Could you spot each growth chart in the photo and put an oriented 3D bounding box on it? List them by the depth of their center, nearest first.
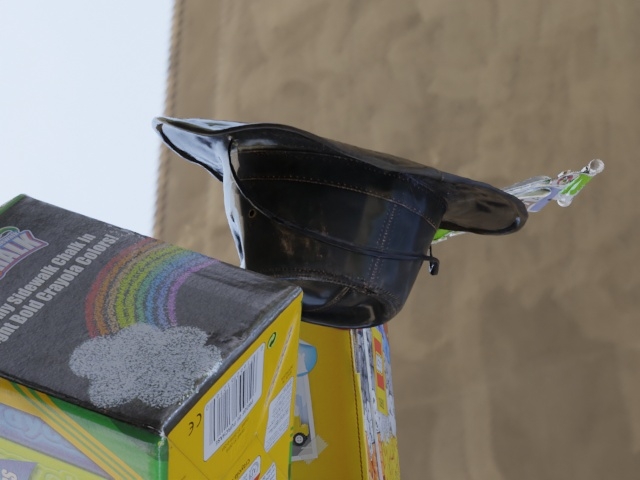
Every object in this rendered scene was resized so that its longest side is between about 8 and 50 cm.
[{"bbox_3d":[0.183,-0.029,1.549,0.237,0.172,0.021,-18,-102,-3],"label":"growth chart"}]

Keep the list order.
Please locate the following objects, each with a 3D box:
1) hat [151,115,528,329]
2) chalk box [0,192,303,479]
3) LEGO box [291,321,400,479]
[{"bbox_3d":[0.000,0.000,1.158,0.331,0.331,0.134,7,-98,50],"label":"hat"},{"bbox_3d":[-0.133,0.074,0.686,0.213,0.132,0.132,17,-145,21],"label":"chalk box"},{"bbox_3d":[-0.175,0.246,1.503,0.500,0.193,0.372,-6,-103,9],"label":"LEGO box"}]
